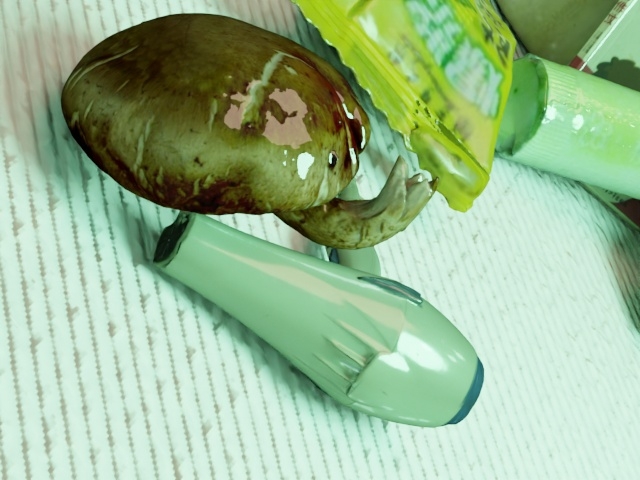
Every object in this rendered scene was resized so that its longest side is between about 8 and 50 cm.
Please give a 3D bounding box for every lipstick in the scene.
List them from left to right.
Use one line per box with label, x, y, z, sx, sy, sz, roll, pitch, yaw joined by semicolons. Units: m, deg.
lipstick;0.253;-0.058;1.137;0.304;0.076;0.076;16;43;-28

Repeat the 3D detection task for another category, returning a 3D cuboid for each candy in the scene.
candy;0.055;-0.151;1.008;0.187;0.081;0.297;45;28;-19

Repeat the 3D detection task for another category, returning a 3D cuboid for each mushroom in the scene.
mushroom;-0.029;-0.051;0.709;0.170;0.080;0.135;23;31;-2

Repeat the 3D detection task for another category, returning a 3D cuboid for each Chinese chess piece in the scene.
Chinese chess piece;0.245;-0.202;1.338;0.257;0.104;0.257;37;32;-28

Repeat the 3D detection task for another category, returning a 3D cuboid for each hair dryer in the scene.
hair dryer;-0.013;-0.002;0.773;0.167;0.067;0.199;24;28;-34

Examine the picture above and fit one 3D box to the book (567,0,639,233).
book;0.270;-0.128;1.172;0.162;0.232;0.022;36;5;-31
